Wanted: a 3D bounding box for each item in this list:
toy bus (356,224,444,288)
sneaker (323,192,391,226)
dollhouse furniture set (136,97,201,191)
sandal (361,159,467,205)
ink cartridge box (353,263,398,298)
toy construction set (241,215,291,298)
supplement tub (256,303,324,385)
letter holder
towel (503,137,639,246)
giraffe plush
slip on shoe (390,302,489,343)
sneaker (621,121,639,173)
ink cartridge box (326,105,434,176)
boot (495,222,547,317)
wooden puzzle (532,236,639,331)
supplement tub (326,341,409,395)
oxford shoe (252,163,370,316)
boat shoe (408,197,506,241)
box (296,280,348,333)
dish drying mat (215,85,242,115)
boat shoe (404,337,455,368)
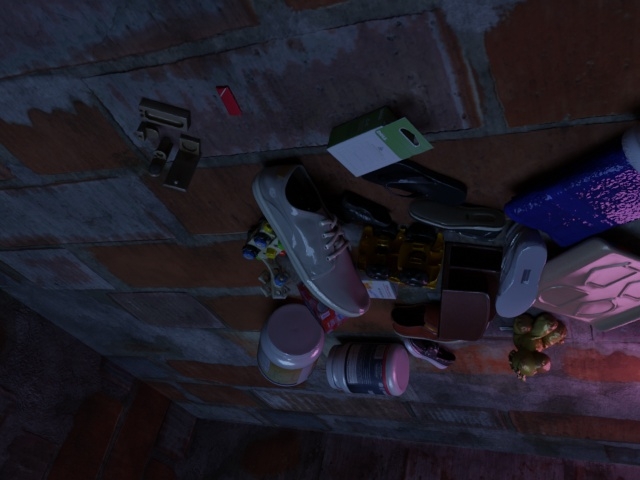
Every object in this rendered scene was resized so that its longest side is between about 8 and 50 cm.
[{"bbox_3d":[0.224,0.056,1.648,0.221,0.149,0.211,7,164,15],"label":"toy bus"},{"bbox_3d":[0.092,-0.072,1.564,0.170,0.051,0.089,28,147,-12],"label":"sneaker"},{"bbox_3d":[-0.369,-0.223,1.435,0.144,0.123,0.151,16,149,-2],"label":"dollhouse furniture set"},{"bbox_3d":[0.218,-0.131,1.409,0.255,0.054,0.097,15,149,-2],"label":"sandal"},{"bbox_3d":[0.171,0.124,1.830,0.182,0.061,0.104,0,146,22],"label":"ink cartridge box"},{"bbox_3d":[-0.101,0.030,1.728,0.215,0.151,0.327,24,137,-16],"label":"toy construction set"},{"bbox_3d":[-0.109,0.378,2.192,0.229,0.228,0.316,15,148,-1],"label":"supplement tub"},{"bbox_3d":[0.443,0.155,1.687,0.215,0.151,0.301,5,148,12],"label":"letter holder"},{"bbox_3d":[0.586,-0.097,1.307,0.228,0.076,0.308,23,148,-27],"label":"towel"},{"bbox_3d":[0.650,0.339,1.874,0.181,0.170,0.210,36,143,-31],"label":"giraffe plush"},{"bbox_3d":[0.367,0.252,1.912,0.332,0.123,0.101,-4,141,36],"label":"slip on shoe"},{"bbox_3d":[0.735,-0.179,1.052,0.366,0.137,0.210,12,149,-6],"label":"sneaker"},{"bbox_3d":[0.129,-0.217,1.300,0.209,0.062,0.109,-16,137,40],"label":"ink cartridge box"},{"bbox_3d":[0.492,0.067,1.507,0.095,0.123,0.258,7,131,-1],"label":"boot"},{"bbox_3d":[0.706,0.106,1.540,0.348,0.080,0.322,21,145,-19],"label":"wooden puzzle"},{"bbox_3d":[0.179,0.476,2.266,0.273,0.191,0.191,-3,145,27],"label":"supplement tub"},{"bbox_3d":[0.000,0.000,1.502,0.130,0.169,0.449,-26,103,35],"label":"oxford shoe"},{"bbox_3d":[0.325,-0.045,1.476,0.233,0.084,0.079,11,148,0],"label":"boat shoe"},{"bbox_3d":[0.025,0.176,1.826,0.122,0.128,0.257,52,173,19],"label":"box"},{"bbox_3d":[-0.203,-0.308,1.343,0.032,0.008,0.083,1,146,19],"label":"dish drying mat"},{"bbox_3d":[0.395,0.388,2.156,0.229,0.080,0.076,35,126,-26],"label":"boat shoe"}]
